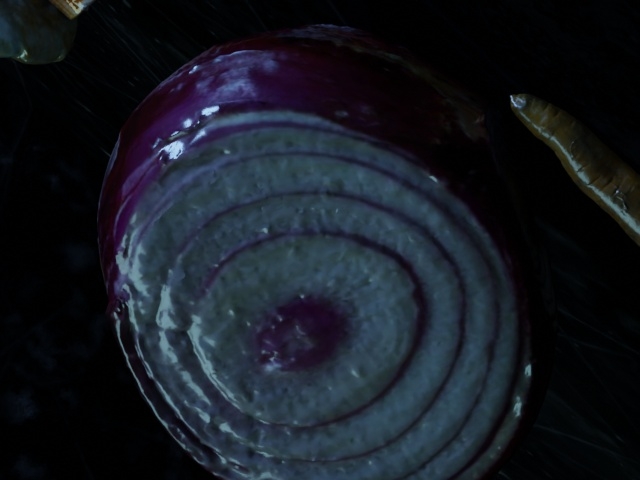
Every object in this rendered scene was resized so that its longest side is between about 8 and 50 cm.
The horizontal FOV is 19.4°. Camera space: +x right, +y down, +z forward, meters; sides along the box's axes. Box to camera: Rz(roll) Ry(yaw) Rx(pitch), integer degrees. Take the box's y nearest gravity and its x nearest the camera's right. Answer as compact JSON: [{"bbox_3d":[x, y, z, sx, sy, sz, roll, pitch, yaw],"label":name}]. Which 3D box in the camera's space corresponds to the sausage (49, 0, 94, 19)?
[{"bbox_3d":[-0.274,-0.289,1.587,0.234,0.071,0.071,42,172,-18],"label":"sausage"}]

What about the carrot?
[{"bbox_3d":[0.175,-0.032,1.112,0.165,0.036,0.035,42,172,-1],"label":"carrot"}]

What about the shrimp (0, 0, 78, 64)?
[{"bbox_3d":[-0.350,-0.289,1.624,0.360,0.085,0.247,49,-154,3],"label":"shrimp"}]

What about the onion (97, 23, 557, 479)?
[{"bbox_3d":[0.014,0.002,1.234,0.337,0.281,0.260,55,-160,-20],"label":"onion"}]
